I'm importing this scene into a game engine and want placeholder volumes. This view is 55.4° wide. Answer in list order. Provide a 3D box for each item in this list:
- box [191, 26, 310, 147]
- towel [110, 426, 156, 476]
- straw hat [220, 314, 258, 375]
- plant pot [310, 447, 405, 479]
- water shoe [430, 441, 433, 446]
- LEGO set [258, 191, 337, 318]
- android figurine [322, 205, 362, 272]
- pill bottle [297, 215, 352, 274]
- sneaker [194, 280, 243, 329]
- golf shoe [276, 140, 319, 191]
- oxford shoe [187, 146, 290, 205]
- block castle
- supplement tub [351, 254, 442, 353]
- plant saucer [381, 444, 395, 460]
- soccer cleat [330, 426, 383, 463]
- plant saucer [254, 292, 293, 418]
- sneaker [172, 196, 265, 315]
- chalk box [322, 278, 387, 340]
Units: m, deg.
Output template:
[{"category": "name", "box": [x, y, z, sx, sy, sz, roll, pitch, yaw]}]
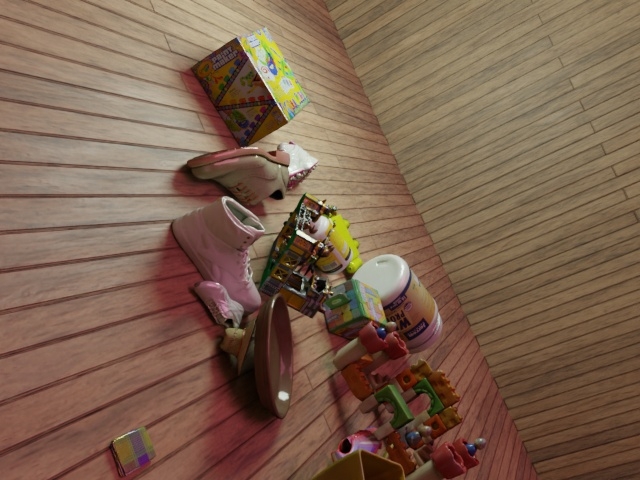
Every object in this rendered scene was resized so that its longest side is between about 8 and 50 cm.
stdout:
[{"category": "box", "box": [-0.202, -0.476, 1.875, 0.279, 0.177, 0.290, 59, 23, -15]}, {"category": "towel", "box": [-0.305, 0.342, 0.994, 0.060, 0.009, 0.083, 66, 21, 6]}, {"category": "straw hat", "box": [-0.184, 0.219, 1.321, 0.061, 0.145, 0.144, 16, 33, -2]}, {"category": "plant pot", "box": [0.072, 0.600, 1.326, 0.212, 0.187, 0.212, 40, 33, -46]}, {"category": "water shoe", "box": [0.363, 0.664, 2.096, 0.203, 0.072, 0.080, 16, 79, -62]}, {"category": "LEGO set", "box": [-0.018, 0.044, 1.624, 0.192, 0.255, 0.331, 29, 20, -11]}, {"category": "android figurine", "box": [0.066, -0.002, 2.134, 0.248, 0.056, 0.273, 65, 20, 1]}, {"category": "pill bottle", "box": [0.000, 0.000, 1.896, 0.208, 0.119, 0.119, 51, 25, -31]}, {"category": "sneaker", "box": [-0.221, 0.143, 1.338, 0.152, 0.053, 0.061, 48, 30, -36]}, {"category": "golf shoe", "box": [-0.110, -0.239, 1.952, 0.140, 0.115, 0.306, 47, 21, -2]}, {"category": "oxford shoe", "box": [-0.195, -0.167, 1.625, 0.397, 0.140, 0.147, -8, 94, -58]}, {"category": "block castle", "box": [0.259, 0.454, 1.711, 0.453, 0.212, 0.303, 58, 11, 25]}, {"category": "supplement tub", "box": [0.266, 0.225, 2.105, 0.316, 0.228, 0.228, 49, 26, -32]}, {"category": "plant saucer", "box": [0.194, 0.749, 1.584, 0.333, 0.081, 0.332, 65, 21, 2]}, {"category": "soccer cleat", "box": [0.098, 0.539, 1.601, 0.095, 0.083, 0.248, 60, 25, 1]}, {"category": "plant saucer", "box": [-0.103, 0.258, 1.371, 0.278, 0.041, 0.278, -3, 90, -82]}, {"category": "sneaker", "box": [-0.183, 0.038, 1.383, 0.293, 0.169, 0.108, 55, 22, -25]}, {"category": "chalk box", "box": [0.092, 0.210, 1.863, 0.213, 0.132, 0.132, 28, 41, -54]}]
